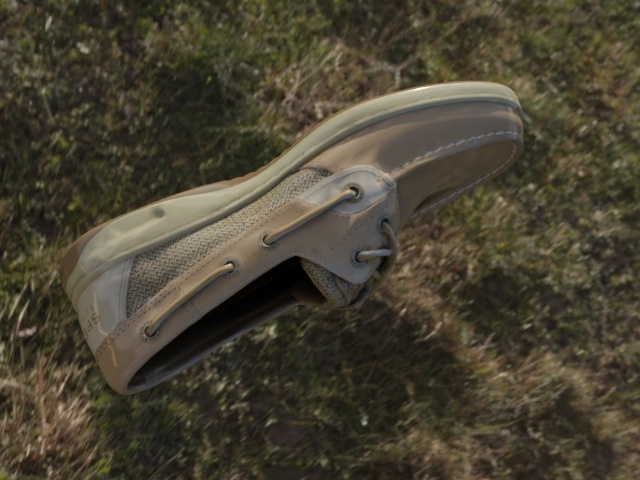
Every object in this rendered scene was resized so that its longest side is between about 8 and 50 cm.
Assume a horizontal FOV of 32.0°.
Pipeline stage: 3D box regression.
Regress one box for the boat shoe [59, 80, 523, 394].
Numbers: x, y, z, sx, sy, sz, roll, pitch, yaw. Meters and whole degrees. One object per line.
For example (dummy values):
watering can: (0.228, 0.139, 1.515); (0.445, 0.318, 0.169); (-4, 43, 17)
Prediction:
boat shoe: (0.000, 0.000, 0.764); (0.341, 0.121, 0.110); (-25, 65, -8)
